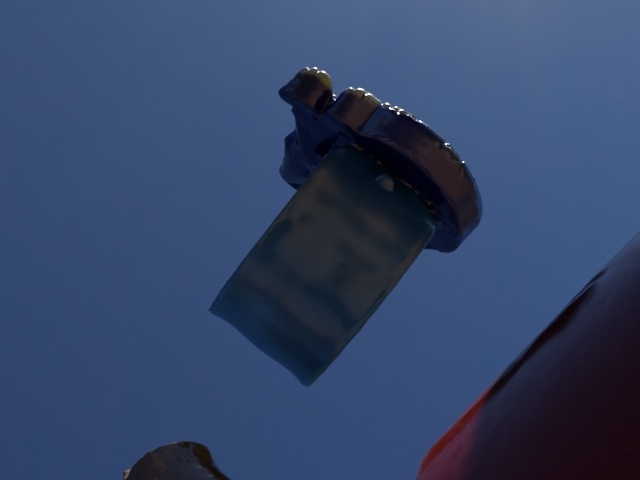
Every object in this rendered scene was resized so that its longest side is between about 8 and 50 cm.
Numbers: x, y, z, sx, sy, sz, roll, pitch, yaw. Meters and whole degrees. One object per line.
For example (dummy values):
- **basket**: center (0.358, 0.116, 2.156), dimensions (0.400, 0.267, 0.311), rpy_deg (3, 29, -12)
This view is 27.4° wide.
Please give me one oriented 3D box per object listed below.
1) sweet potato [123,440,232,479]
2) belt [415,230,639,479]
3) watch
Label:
- **sweet potato**: center (-0.039, 0.175, 0.632), dimensions (0.077, 0.244, 0.077), rpy_deg (-15, -57, -24)
- **belt**: center (0.142, 0.104, 0.376), dimensions (0.227, 0.324, 0.115), rpy_deg (39, -78, -12)
- **watch**: center (0.006, 0.001, 0.980), dimensions (0.171, 0.196, 0.200), rpy_deg (33, -111, 9)
